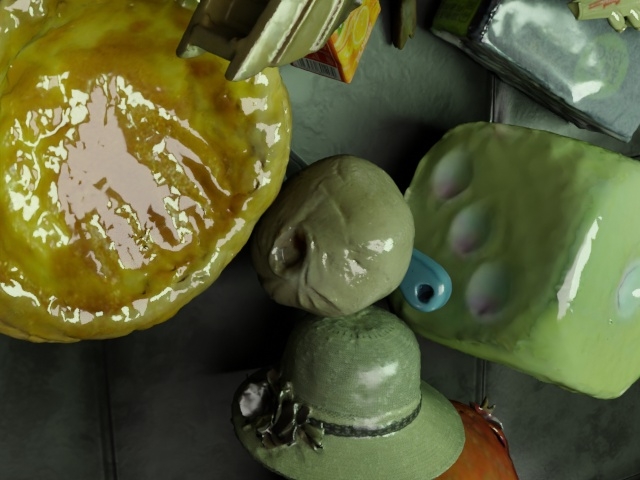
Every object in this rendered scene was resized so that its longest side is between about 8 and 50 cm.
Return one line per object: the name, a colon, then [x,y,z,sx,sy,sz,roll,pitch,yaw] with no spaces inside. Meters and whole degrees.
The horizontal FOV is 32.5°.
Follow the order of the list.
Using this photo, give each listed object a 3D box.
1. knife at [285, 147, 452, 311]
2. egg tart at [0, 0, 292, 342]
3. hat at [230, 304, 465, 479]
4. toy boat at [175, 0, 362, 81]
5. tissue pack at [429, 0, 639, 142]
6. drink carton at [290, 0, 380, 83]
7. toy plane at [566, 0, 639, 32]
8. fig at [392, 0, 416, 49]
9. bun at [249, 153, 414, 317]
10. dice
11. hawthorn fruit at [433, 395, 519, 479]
knife: [0.037,-0.009,1.148,0.032,0.244,0.058,-19,142,-55]
egg tart: [-0.206,-0.099,0.991,0.388,0.169,0.388,-13,115,-30]
hat: [0.033,0.136,1.147,0.257,0.257,0.130,-8,116,-28]
toy boat: [0.012,-0.328,0.814,0.162,0.136,0.445,13,101,-52]
tissue pack: [0.326,-0.347,1.242,0.288,0.124,0.394,26,93,-35]
drink carton: [-0.001,-0.238,1.033,0.223,0.071,0.096,55,57,-73]
toy plane: [0.317,-0.285,1.124,0.244,0.092,0.229,48,61,-38]
fig: [0.102,-0.331,1.068,0.286,0.286,0.369,-16,137,-25]
bun: [0.000,0.000,1.091,0.173,0.166,0.113,-51,158,25]
dice: [0.238,0.020,1.209,0.254,0.249,0.252,23,86,-48]
hawthorn fruit: [0.119,0.287,1.269,0.307,0.276,0.276,-51,126,-29]
